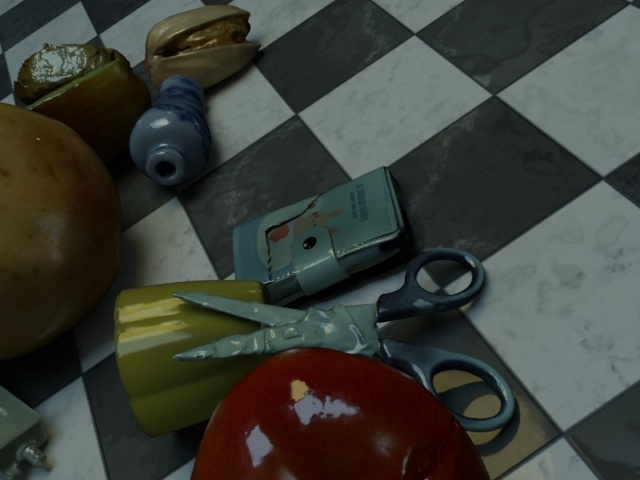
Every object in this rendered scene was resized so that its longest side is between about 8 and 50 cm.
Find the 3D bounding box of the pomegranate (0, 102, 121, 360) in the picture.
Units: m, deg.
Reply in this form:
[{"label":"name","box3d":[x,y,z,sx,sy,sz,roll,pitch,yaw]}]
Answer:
[{"label":"pomegranate","box3d":[-0.502,-0.011,1.162,0.411,0.411,0.411,-16,46,17]}]

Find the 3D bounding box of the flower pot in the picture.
[{"label":"flower pot","box3d":[-0.141,0.135,0.974,0.179,0.195,0.195,-13,46,2]}]

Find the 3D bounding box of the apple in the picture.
[{"label":"apple","box3d":[-0.475,-0.208,1.412,0.346,0.254,0.179,-21,62,18]}]

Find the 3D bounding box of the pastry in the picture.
[{"label":"pastry","box3d":[-0.487,-0.310,1.537,0.218,0.229,0.100,-34,60,58]}]

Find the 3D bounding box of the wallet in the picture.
[{"label":"wallet","box3d":[0.000,0.000,1.083,0.250,0.075,0.176,-22,39,12]}]

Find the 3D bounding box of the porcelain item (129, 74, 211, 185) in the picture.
[{"label":"porcelain item","box3d":[-0.258,-0.194,1.364,0.141,0.141,0.259,-22,36,12]}]

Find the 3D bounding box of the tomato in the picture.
[{"label":"tomato","box3d":[0.013,0.246,0.727,0.298,0.226,0.299,0,89,4]}]

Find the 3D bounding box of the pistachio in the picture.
[{"label":"pistachio","box3d":[-0.230,-0.368,1.500,0.229,0.157,0.157,-22,43,-6]}]

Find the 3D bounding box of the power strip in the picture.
[{"label":"power strip","box3d":[-0.516,0.238,1.120,0.338,0.058,0.098,25,39,27]}]

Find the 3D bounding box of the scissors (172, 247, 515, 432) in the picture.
[{"label":"scissors","box3d":[0.019,0.098,0.893,0.383,0.029,0.256,3,48,-3]}]
